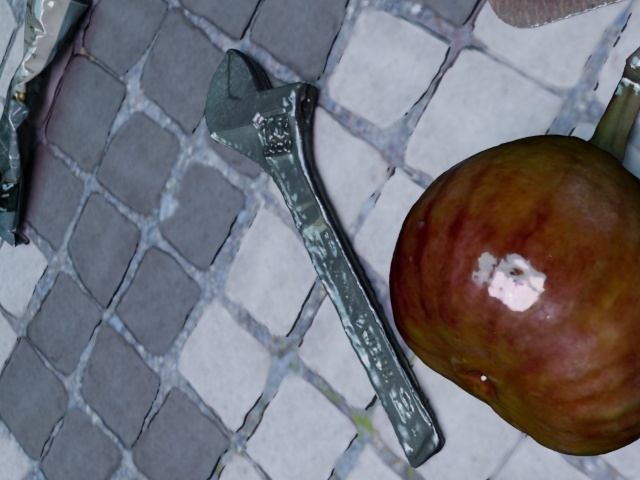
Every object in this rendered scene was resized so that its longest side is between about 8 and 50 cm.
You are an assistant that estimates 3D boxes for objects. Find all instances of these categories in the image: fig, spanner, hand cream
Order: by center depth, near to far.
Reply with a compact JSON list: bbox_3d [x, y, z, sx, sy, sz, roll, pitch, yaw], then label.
[{"bbox_3d":[0.112,0.009,0.457,0.149,0.148,0.202,1,46,7],"label":"fig"},{"bbox_3d":[0.000,0.000,0.596,0.093,0.026,0.325,-35,71,30],"label":"spanner"},{"bbox_3d":[-0.255,-0.118,0.770,0.075,0.052,0.248,46,121,51],"label":"hand cream"}]

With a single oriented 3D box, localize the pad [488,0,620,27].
[{"bbox_3d":[0.163,-0.268,0.504,0.176,0.002,0.266,-11,83,34],"label":"pad"}]
